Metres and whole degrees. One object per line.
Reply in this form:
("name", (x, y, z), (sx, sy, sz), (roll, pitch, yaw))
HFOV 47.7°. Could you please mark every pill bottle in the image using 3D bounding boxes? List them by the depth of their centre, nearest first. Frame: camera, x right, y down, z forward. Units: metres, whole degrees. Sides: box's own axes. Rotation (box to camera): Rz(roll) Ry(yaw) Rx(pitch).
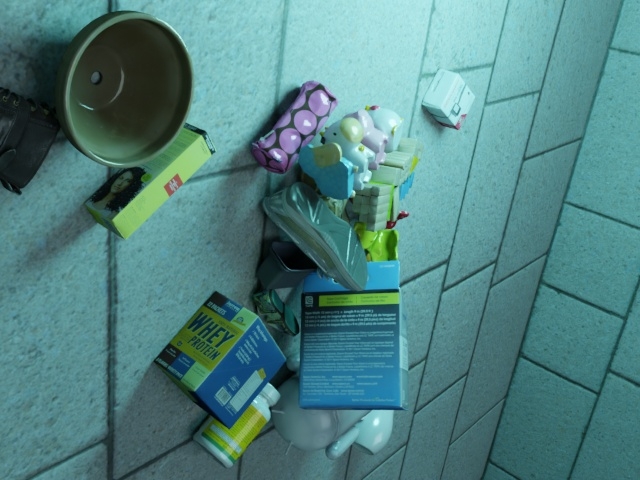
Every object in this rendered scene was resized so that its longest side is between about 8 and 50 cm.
("pill bottle", (-0.194, 0.426, 1.726), (0.208, 0.118, 0.117), (-49, 144, -23))

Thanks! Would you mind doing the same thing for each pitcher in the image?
("pitcher", (0.166, 0.565, 2.327), (0.177, 0.126, 0.207), (48, 59, -33))

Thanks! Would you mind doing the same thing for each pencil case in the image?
("pencil case", (-0.054, -0.240, 1.505), (0.098, 0.095, 0.209), (45, 70, -32))

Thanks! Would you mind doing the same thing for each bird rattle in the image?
("bird rattle", (0.114, -0.006, 1.858), (0.207, 0.143, 0.253), (-49, -167, 23))

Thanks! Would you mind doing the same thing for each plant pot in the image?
("plant pot", (-0.320, -0.239, 1.120), (0.237, 0.110, 0.237), (-32, 134, -40))

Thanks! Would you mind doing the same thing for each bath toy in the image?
("bath toy", (0.076, -0.218, 1.590), (0.348, 0.129, 0.151), (-46, 149, -54))

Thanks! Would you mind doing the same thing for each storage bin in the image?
("storage bin", (-0.083, 0.059, 1.670), (0.091, 0.098, 0.135), (-47, 155, 26))

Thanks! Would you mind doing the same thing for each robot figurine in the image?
("robot figurine", (0.011, 0.426, 1.929), (0.354, 0.200, 0.299), (-25, 91, -43))

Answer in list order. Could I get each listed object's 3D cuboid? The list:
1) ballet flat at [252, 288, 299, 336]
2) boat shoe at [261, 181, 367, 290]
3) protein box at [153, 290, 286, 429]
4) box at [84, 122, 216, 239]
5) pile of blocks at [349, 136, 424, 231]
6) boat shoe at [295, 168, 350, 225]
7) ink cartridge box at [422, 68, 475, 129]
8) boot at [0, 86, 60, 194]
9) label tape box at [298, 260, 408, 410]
("ballet flat", (-0.109, 0.172, 1.729), (0.070, 0.070, 0.188), (-50, 140, -20))
("boat shoe", (-0.001, 0.001, 1.629), (0.320, 0.103, 0.118), (46, 42, -33))
("protein box", (-0.212, 0.261, 1.575), (0.201, 0.136, 0.199), (-50, 144, -20))
("box", (-0.293, -0.111, 1.264), (0.232, 0.087, 0.058), (-49, 144, -23))
("pile of blocks", (0.147, -0.143, 1.790), (0.362, 0.113, 0.148), (-51, 146, -47))
("boat shoe", (0.004, -0.077, 1.673), (0.089, 0.105, 0.285), (-50, 145, -24))
("ink cartridge box", (0.352, -0.384, 1.979), (0.150, 0.063, 0.109), (28, 89, -57))
("boot", (-0.453, -0.203, 1.002), (0.229, 0.091, 0.262), (15, 104, -62))
("label tape box", (0.083, 0.233, 1.754), (0.115, 0.249, 0.347), (46, 43, -66))
